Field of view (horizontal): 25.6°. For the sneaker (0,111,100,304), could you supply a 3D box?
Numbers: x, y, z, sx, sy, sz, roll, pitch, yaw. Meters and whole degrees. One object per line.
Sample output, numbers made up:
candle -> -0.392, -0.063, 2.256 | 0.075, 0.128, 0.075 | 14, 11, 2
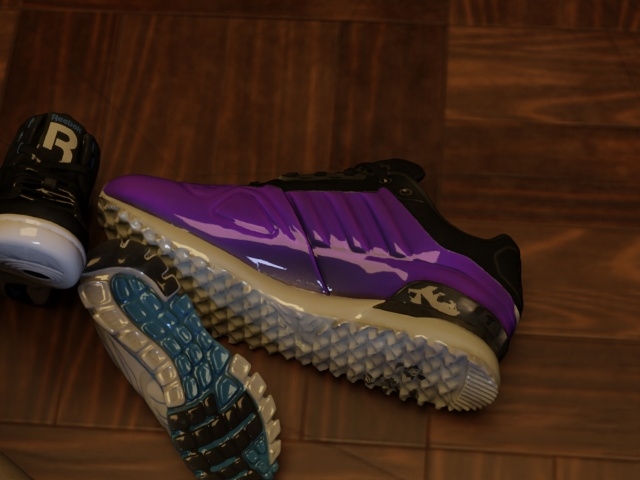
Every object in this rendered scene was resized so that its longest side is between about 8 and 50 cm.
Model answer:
sneaker -> -0.181, -0.033, 0.898 | 0.079, 0.217, 0.121 | 20, 76, -14

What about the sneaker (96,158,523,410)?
sneaker -> 0.000, 0.001, 0.949 | 0.293, 0.102, 0.146 | 21, 61, 9

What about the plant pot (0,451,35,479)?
plant pot -> -0.300, 0.173, 0.741 | 0.305, 0.334, 0.334 | 38, 68, -19

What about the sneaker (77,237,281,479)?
sneaker -> -0.093, 0.086, 0.926 | 0.071, 0.083, 0.190 | -32, 90, -19
